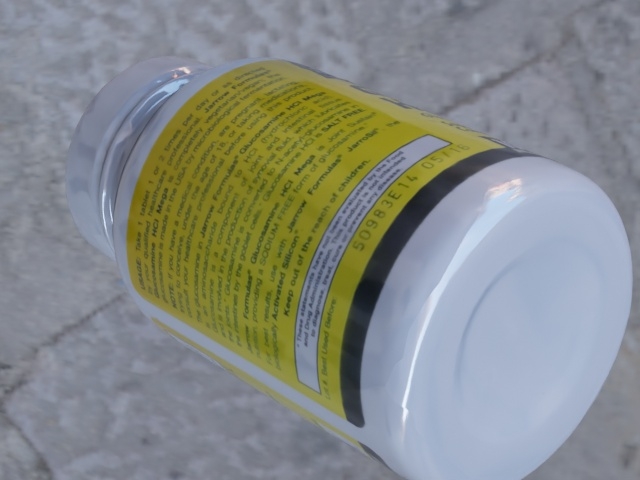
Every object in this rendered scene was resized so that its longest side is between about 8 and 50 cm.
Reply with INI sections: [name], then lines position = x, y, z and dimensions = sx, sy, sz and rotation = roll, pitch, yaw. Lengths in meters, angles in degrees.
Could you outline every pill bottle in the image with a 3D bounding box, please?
[pill bottle]
position = 0.000, 0.000, 0.982
dimensions = 0.188, 0.334, 0.188
rotation = -21, 123, -37
